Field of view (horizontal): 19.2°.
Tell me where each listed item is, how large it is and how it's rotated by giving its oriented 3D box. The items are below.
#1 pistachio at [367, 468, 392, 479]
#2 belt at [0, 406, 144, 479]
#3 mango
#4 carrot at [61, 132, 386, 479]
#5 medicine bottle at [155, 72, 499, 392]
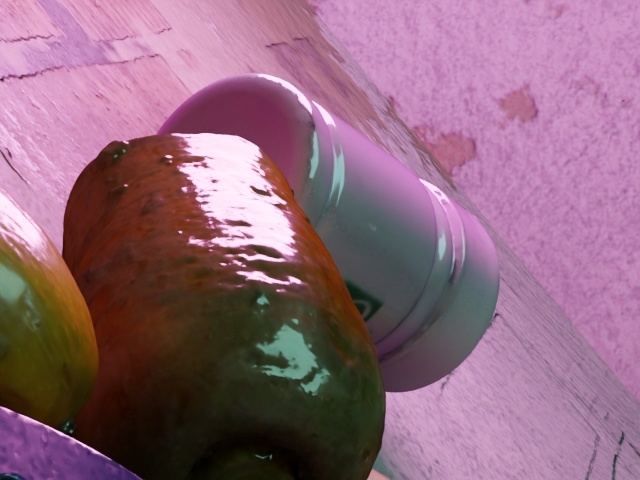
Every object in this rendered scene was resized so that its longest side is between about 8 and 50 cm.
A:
[{"bbox_3d":[0.023,0.239,1.443,0.200,0.117,0.145,39,39,-31],"label":"pistachio"},{"bbox_3d":[-0.139,0.212,0.869,0.347,0.212,0.117,39,17,-24],"label":"belt"},{"bbox_3d":[-0.279,-0.010,1.143,0.359,0.144,0.187,42,4,-5],"label":"mango"},{"bbox_3d":[-0.078,0.070,1.357,0.224,0.224,0.340,41,18,-31],"label":"carrot"},{"bbox_3d":[0.000,0.000,1.767,0.325,0.212,0.212,31,24,-49],"label":"medicine bottle"}]
